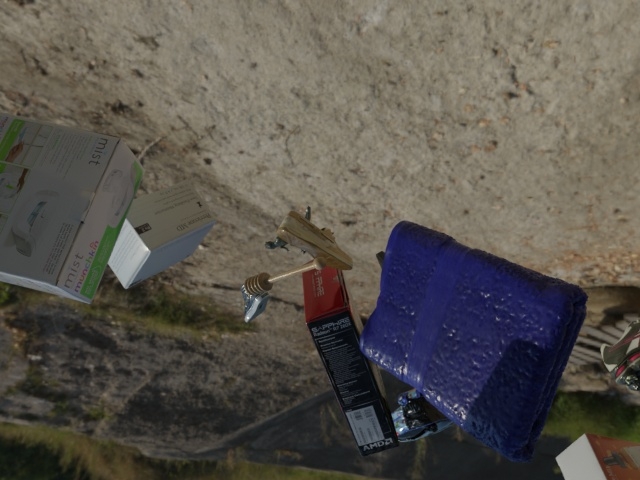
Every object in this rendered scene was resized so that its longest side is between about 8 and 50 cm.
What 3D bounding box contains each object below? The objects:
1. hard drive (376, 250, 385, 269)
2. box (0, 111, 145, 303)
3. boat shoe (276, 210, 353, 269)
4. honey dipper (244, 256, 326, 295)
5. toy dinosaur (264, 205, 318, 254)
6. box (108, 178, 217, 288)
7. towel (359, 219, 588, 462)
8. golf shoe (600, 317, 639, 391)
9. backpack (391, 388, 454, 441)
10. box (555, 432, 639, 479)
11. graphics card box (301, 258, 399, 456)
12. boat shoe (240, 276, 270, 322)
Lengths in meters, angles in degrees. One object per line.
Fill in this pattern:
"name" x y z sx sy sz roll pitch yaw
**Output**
"hard drive" 0.165 0.088 1.061 0.022 0.135 0.094 -29 120 -4
"box" -0.458 -0.056 0.838 0.231 0.261 0.126 12 161 5
"boat shoe" 0.000 0.000 0.948 0.170 0.059 0.063 33 155 -28
"honey dipper" -0.051 0.050 0.743 0.161 0.030 0.030 -21 144 39
"toy dinosaur" -0.076 -0.017 1.661 0.118 0.064 0.268 20 138 -34
"box" -0.350 -0.014 1.084 0.119 0.181 0.182 53 134 5
"towel" 0.189 0.116 0.692 0.076 0.227 0.308 8 -168 -34
"golf shoe" 0.704 0.188 1.040 0.105 0.120 0.273 37 111 -23
"backpack" 0.256 0.441 1.293 0.158 0.116 0.173 4 145 -40
"box" 0.522 0.421 0.865 0.171 0.130 0.091 14 126 -12
"graphics card box" 0.061 0.240 1.079 0.094 0.232 0.370 -20 115 4
"boat shoe" -0.209 0.179 1.546 0.083 0.065 0.183 50 142 14
